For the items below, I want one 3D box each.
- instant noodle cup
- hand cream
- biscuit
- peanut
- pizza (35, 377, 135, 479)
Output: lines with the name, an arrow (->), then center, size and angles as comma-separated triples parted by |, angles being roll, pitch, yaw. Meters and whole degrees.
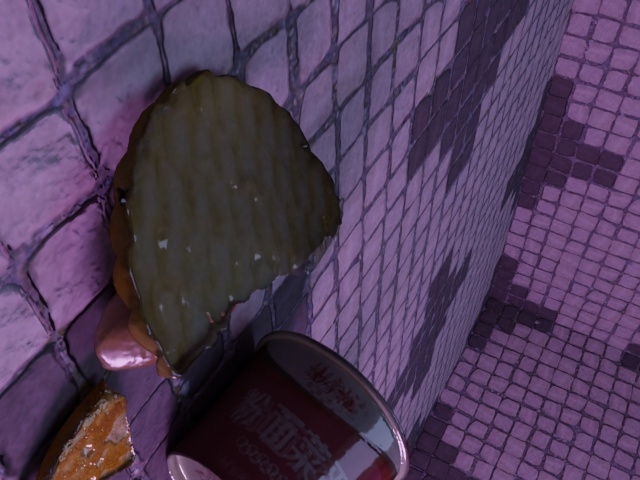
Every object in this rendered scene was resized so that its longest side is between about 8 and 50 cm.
instant noodle cup -> -0.043, 0.244, 0.732 | 0.178, 0.235, 0.234 | -40, 147, -36
hand cream -> 0.000, 0.000, 0.837 | 0.143, 0.039, 0.061 | -48, 151, -52
biscuit -> -0.073, -0.038, 0.515 | 0.273, 0.036, 0.187 | -37, 116, -54
peanut -> -0.120, 0.053, 0.529 | 0.152, 0.076, 0.076 | -31, 139, -49
pizza -> -0.191, 0.179, 0.548 | 0.122, 0.026, 0.108 | -62, 154, -15
